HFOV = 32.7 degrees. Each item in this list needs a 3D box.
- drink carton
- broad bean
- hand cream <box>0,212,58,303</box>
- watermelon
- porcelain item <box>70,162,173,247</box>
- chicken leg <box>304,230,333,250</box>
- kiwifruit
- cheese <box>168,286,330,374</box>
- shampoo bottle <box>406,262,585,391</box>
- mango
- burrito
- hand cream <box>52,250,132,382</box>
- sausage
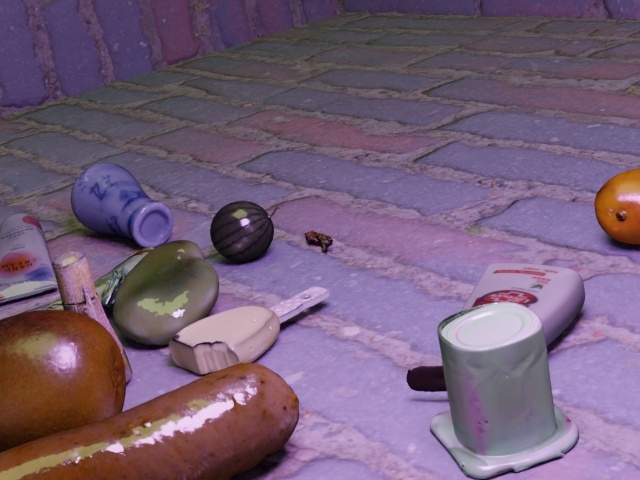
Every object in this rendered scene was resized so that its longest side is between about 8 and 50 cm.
[{"bbox_3d":[0.197,0.153,1.197,0.144,0.142,0.146,-14,19,-12],"label":"drink carton"},{"bbox_3d":[-0.238,0.080,1.676,0.169,0.100,0.228,-20,23,-6],"label":"broad bean"},{"bbox_3d":[-0.554,0.029,2.020,0.124,0.077,0.340,-14,25,-10],"label":"hand cream"},{"bbox_3d":[-0.123,-0.022,1.860,0.133,0.105,0.105,-27,16,16],"label":"watermelon"},{"bbox_3d":[-0.386,-0.066,2.091,0.141,0.141,0.259,-24,32,-31],"label":"porcelain item"},{"bbox_3d":[0.001,-0.001,1.875,0.036,0.021,0.083,-10,22,-27],"label":"chicken leg"},{"bbox_3d":[-0.358,0.183,1.331,0.234,0.196,0.196,-13,20,11],"label":"kiwifruit"},{"bbox_3d":[-0.086,0.119,1.558,0.255,0.050,0.127,-25,25,-34],"label":"cheese"},{"bbox_3d":[0.220,0.112,1.390,0.153,0.071,0.284,6,25,35],"label":"shampoo bottle"},{"bbox_3d":[0.519,-0.058,1.636,0.219,0.112,0.145,-11,16,-13],"label":"mango"},{"bbox_3d":[-0.338,0.076,1.764,0.104,0.054,0.288,-23,8,43],"label":"burrito"},{"bbox_3d":[-0.317,0.108,1.483,0.084,0.203,0.084,-9,19,3],"label":"hand cream"},{"bbox_3d":[-0.249,0.254,1.167,0.501,0.123,0.136,-18,40,-20],"label":"sausage"}]
